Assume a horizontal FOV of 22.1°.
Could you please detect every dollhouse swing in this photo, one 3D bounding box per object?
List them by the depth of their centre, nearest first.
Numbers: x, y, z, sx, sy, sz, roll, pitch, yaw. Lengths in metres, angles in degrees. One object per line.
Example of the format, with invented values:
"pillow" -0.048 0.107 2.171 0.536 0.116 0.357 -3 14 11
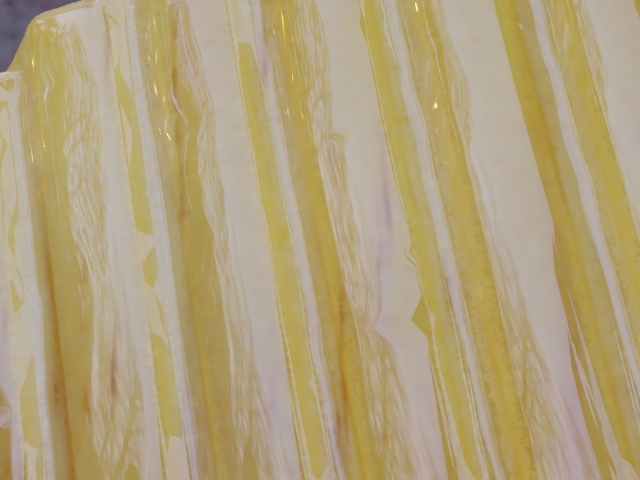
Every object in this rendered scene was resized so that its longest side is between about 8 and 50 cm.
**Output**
"dollhouse swing" 0.000 0.000 0.278 0.347 0.305 0.315 -17 64 13
